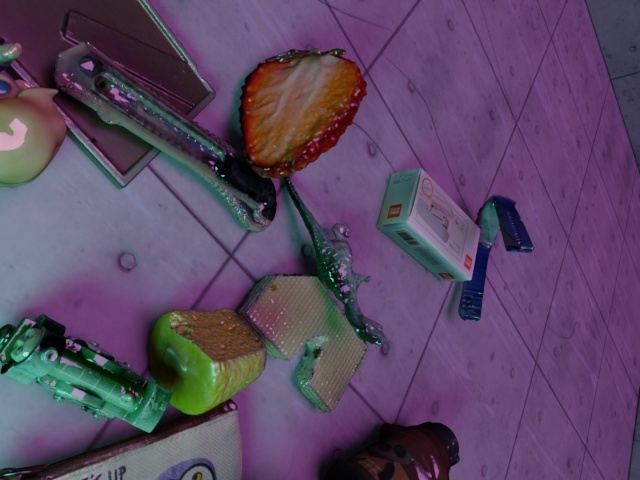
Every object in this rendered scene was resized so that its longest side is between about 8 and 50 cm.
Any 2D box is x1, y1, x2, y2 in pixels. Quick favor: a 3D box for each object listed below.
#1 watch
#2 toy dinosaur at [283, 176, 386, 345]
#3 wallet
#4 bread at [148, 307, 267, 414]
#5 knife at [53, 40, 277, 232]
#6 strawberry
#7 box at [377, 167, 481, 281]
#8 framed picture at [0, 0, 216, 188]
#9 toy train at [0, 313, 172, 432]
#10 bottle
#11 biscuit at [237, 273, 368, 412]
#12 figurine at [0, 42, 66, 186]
[{"bbox_3d":[0.380,-0.002,1.114,0.276,0.068,0.275,104,9,-52],"label":"watch"},{"bbox_3d":[0.013,-0.001,0.860,0.383,0.076,0.129,60,12,10],"label":"toy dinosaur"},{"bbox_3d":[-0.213,0.337,0.581,0.335,0.068,0.275,-4,95,-49],"label":"wallet"},{"bbox_3d":[-0.145,0.149,0.644,0.114,0.129,0.111,-6,134,-50],"label":"bread"},{"bbox_3d":[-0.172,-0.121,0.674,0.365,0.043,0.089,37,60,-43],"label":"knife"},{"bbox_3d":[-0.031,-0.174,0.772,0.111,0.190,0.237,69,37,-59],"label":"strawberry"},{"bbox_3d":[0.238,-0.027,1.081,0.269,0.079,0.135,37,61,-37],"label":"box"},{"bbox_3d":[-0.274,-0.240,0.621,0.289,0.020,0.211,52,53,-28],"label":"framed picture"},{"bbox_3d":[-0.253,0.142,0.544,0.178,0.104,0.071,43,61,-33],"label":"toy train"},{"bbox_3d":[0.134,0.399,0.893,0.271,0.143,0.156,-11,54,-43],"label":"bottle"},{"bbox_3d":[-0.021,0.148,0.819,0.250,0.046,0.147,54,51,-27],"label":"biscuit"},{"bbox_3d":[-0.330,-0.148,0.496,0.114,0.108,0.196,-30,104,-48],"label":"figurine"}]
